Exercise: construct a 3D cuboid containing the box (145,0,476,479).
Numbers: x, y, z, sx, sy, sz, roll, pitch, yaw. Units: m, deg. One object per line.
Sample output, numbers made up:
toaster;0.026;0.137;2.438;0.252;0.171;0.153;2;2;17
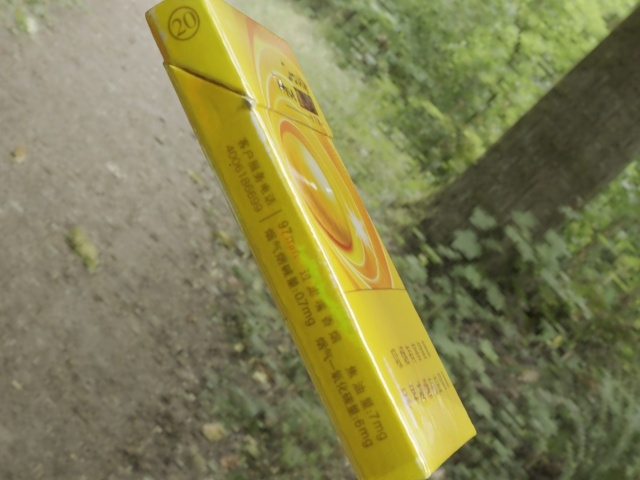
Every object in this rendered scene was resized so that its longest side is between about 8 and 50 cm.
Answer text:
box;0.000;0.000;0.609;0.269;0.043;0.152;64;13;10
